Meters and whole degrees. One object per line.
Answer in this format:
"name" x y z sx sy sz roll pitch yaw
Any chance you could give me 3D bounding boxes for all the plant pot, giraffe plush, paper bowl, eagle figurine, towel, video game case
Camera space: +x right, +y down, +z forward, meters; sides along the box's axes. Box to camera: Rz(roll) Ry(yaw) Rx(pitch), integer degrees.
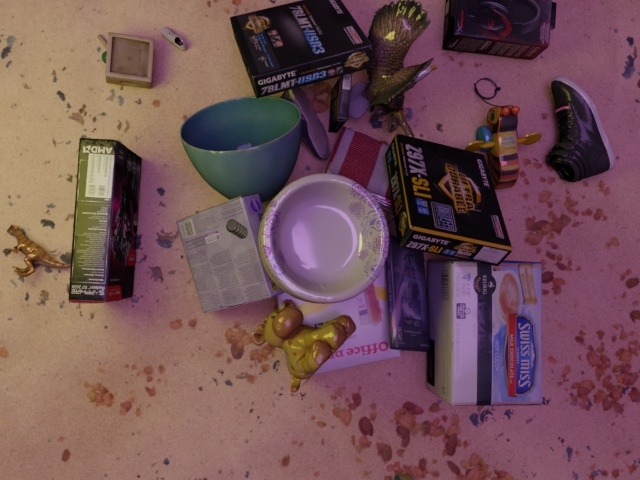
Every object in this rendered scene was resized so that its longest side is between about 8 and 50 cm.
"plant pot" -0.179 -0.204 1.504 0.290 0.290 0.195 -12 127 -6
"giraffe plush" -0.050 0.216 1.390 0.170 0.181 0.210 44 120 9
"paper bowl" 0.000 0.000 1.383 0.284 0.148 0.284 1 85 -14
"eagle figurine" 0.185 -0.407 1.509 0.226 0.298 0.225 36 79 20
"towel" 0.179 -0.161 1.552 0.329 0.037 0.237 24 45 -3
"video game case" 0.218 0.137 1.538 0.026 0.196 0.274 -10 74 32

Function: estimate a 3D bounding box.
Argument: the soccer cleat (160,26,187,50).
"soccer cleat" -0.381 -0.526 1.590 0.083 0.035 0.029 41 84 -3

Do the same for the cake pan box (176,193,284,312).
"cake pan box" -0.224 0.037 1.486 0.070 0.266 0.246 -16 89 -51

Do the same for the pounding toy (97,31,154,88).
"pounding toy" -0.498 -0.462 1.555 0.141 0.100 0.130 4 88 -17

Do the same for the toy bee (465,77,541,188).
"toy bee" 0.466 -0.286 1.609 0.195 0.162 0.298 -30 91 -5

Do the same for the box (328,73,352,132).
"box" 0.049 -0.348 1.566 0.029 0.162 0.116 5 88 -10

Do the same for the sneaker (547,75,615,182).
"sneaker" 0.669 -0.291 1.656 0.147 0.104 0.296 -30 95 -12

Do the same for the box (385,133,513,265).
"box" 0.299 -0.103 1.474 0.257 0.079 0.322 10 48 -13

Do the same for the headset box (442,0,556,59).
"headset box" 0.489 -0.619 1.649 0.293 0.110 0.218 6 87 -6

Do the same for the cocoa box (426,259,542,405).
"cocoa box" 0.404 0.222 1.545 0.227 0.231 0.347 1 88 -6

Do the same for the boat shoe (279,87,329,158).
"boat shoe" -0.043 -0.303 1.616 0.065 0.075 0.206 -22 97 36

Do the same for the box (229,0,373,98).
"box" -0.053 -0.493 1.524 0.293 0.073 0.296 -16 49 -5

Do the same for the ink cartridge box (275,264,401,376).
"ink cartridge box" 0.026 0.125 1.544 0.279 0.160 0.385 -10 89 -7

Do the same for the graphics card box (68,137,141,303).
"graphics card box" -0.505 -0.040 1.459 0.094 0.233 0.371 2 87 -2

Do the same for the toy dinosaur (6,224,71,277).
"toy dinosaur" -0.702 0.041 1.519 0.211 0.064 0.112 35 83 -4

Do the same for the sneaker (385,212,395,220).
"sneaker" 0.211 -0.090 1.642 0.037 0.032 0.083 39 89 -17

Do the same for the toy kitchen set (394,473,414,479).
"toy kitchen set" 0.169 0.722 1.555 0.166 0.122 0.207 -4 88 -6
